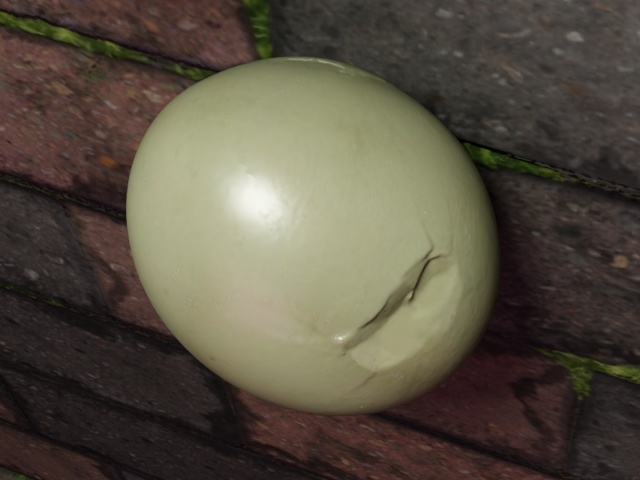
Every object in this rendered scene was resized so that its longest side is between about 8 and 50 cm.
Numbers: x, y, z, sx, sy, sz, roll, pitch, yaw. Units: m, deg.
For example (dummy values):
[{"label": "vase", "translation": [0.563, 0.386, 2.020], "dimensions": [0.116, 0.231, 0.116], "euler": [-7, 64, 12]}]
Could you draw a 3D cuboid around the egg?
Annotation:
[{"label": "egg", "translation": [0.000, 0.000, 0.847], "dimensions": [0.219, 0.219, 0.269], "euler": [-1, 157, 41]}]
